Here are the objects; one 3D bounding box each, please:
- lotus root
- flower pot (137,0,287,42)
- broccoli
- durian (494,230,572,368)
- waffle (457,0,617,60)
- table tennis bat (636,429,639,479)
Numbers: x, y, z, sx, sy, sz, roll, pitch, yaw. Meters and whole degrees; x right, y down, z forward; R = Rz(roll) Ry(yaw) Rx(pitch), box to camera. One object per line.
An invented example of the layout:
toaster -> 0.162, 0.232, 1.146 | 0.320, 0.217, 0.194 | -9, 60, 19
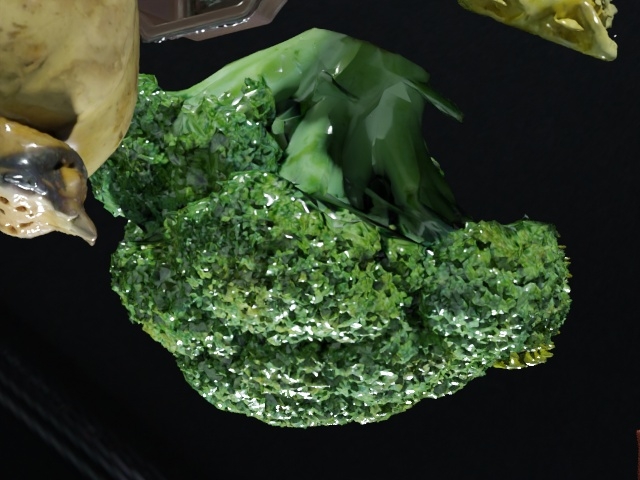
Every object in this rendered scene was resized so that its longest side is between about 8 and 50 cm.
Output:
lotus root -> -0.159, -0.112, 0.634 | 0.140, 0.257, 0.154 | 6, -35, -11
flower pot -> -0.100, -0.300, 1.216 | 0.178, 0.084, 0.251 | -9, -107, 24
broccoli -> 0.002, 0.001, 1.032 | 0.413, 0.310, 0.321 | 20, -37, 17
durian -> 0.197, 0.065, 1.487 | 0.169, 0.355, 0.158 | -2, -89, 28
waffle -> 0.191, -0.249, 0.909 | 0.261, 0.056, 0.250 | 21, -107, 15
table tennis bat -> 0.292, 0.246, 1.127 | 0.098, 0.019, 0.155 | 0, -103, 16
